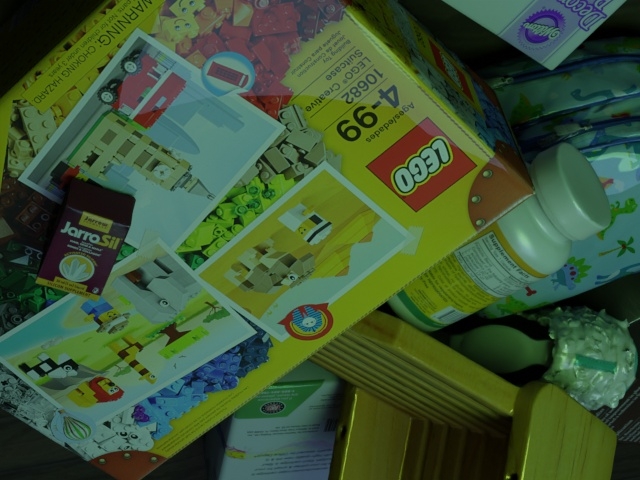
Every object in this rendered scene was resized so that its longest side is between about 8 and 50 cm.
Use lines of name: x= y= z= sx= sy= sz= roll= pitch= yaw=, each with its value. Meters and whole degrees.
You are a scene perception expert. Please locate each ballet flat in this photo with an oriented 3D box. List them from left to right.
ballet flat: x=0.181 y=0.116 z=1.364 sx=0.147 sy=0.147 sz=0.409 roll=18 pitch=168 yaw=-33

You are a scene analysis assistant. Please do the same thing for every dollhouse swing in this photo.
dollhouse swing: x=0.069 y=0.240 z=1.225 sx=0.305 sy=0.315 sz=0.347 roll=15 pitch=173 yaw=-30

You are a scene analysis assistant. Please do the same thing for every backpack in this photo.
backpack: x=0.255 y=-0.070 z=1.252 sx=0.356 sy=0.273 sz=0.290 roll=-24 pitch=128 yaw=-10

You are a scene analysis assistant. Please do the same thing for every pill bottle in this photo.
pill bottle: x=0.159 y=-0.005 z=1.093 sx=0.208 sy=0.117 sz=0.118 roll=-30 pitch=139 yaw=32

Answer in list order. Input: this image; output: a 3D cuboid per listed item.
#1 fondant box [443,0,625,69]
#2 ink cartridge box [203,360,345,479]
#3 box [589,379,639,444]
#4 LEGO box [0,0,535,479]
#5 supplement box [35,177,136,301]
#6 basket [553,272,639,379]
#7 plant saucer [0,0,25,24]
fondant box: x=0.238 y=-0.336 z=1.048 sx=0.238 sy=0.096 sz=0.330 roll=23 pitch=126 yaw=-37
ink cartridge box: x=-0.038 y=0.230 z=1.554 sx=0.201 sy=0.117 sz=0.278 roll=-2 pitch=136 yaw=-17
box: x=0.336 y=0.164 z=1.597 sx=0.381 sy=0.143 sz=0.191 roll=9 pitch=133 yaw=-29
LEGO box: x=-0.132 y=-0.053 z=1.046 sx=0.500 sy=0.193 sz=0.372 roll=-38 pitch=121 yaw=21
supplement box: x=-0.187 y=0.000 z=0.932 sx=0.055 sy=0.043 sz=0.083 roll=18 pitch=122 yaw=-16
basket: x=0.343 y=0.041 z=1.394 sx=0.204 sy=0.227 sz=0.154 roll=-22 pitch=139 yaw=6
plant saucer: x=-0.342 y=-0.133 z=1.117 sx=0.241 sy=0.037 sz=0.241 roll=-10 pitch=139 yaw=-9
